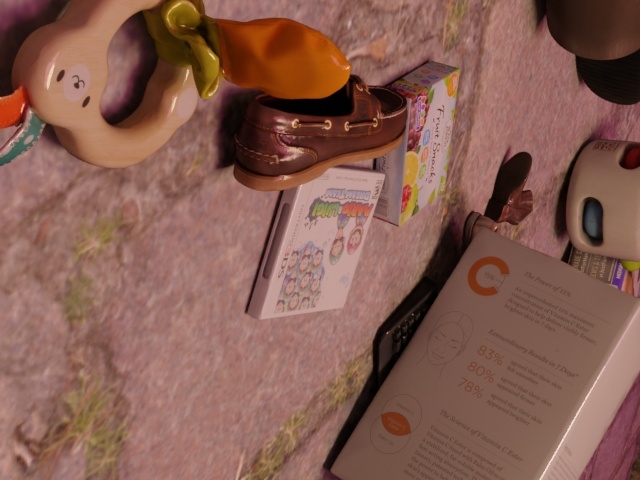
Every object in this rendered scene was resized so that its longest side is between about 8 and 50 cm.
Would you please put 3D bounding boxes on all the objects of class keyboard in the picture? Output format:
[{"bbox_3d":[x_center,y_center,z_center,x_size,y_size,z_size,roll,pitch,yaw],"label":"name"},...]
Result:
[{"bbox_3d":[0.134,0.177,1.256,0.201,0.033,0.317,-45,146,-37],"label":"keyboard"}]

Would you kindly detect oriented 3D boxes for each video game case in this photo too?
[{"bbox_3d":[0.000,0.000,0.899,0.157,0.019,0.143,-1,111,-61],"label":"video game case"}]

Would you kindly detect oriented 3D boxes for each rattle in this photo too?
[{"bbox_3d":[-0.100,-0.074,0.547,0.200,0.143,0.130,-34,156,-56],"label":"rattle"}]

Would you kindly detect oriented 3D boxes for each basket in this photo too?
[{"bbox_3d":[0.335,-0.331,1.115,0.227,0.204,0.154,82,-2,-56],"label":"basket"}]

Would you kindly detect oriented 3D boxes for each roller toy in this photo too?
[{"bbox_3d":[0.485,-0.069,1.579,0.191,0.146,0.209,30,74,-57],"label":"roller toy"}]

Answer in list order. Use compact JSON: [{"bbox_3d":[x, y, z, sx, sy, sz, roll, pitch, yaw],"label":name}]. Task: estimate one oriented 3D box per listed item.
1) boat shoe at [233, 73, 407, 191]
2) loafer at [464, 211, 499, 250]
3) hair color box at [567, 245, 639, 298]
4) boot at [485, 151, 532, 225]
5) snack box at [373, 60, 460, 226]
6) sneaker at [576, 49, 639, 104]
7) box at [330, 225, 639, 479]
[{"bbox_3d":[0.011,-0.101,0.787,0.207,0.073,0.073,-30,136,-50],"label":"boat shoe"},{"bbox_3d":[0.211,0.018,1.266,0.045,0.039,0.125,-49,147,-34],"label":"loafer"},{"bbox_3d":[0.529,0.104,1.800,0.339,0.110,0.185,44,61,-59],"label":"hair color box"},{"bbox_3d":[0.271,-0.068,1.313,0.114,0.037,0.106,2,121,-58],"label":"boot"},{"bbox_3d":[0.096,-0.098,0.979,0.100,0.037,0.141,-38,140,-46],"label":"snack box"},{"bbox_3d":[0.431,-0.333,1.318,0.146,0.122,0.330,-50,148,-27],"label":"sneaker"},{"bbox_3d":[0.209,0.195,1.145,0.345,0.215,0.168,-57,148,-9],"label":"box"}]
